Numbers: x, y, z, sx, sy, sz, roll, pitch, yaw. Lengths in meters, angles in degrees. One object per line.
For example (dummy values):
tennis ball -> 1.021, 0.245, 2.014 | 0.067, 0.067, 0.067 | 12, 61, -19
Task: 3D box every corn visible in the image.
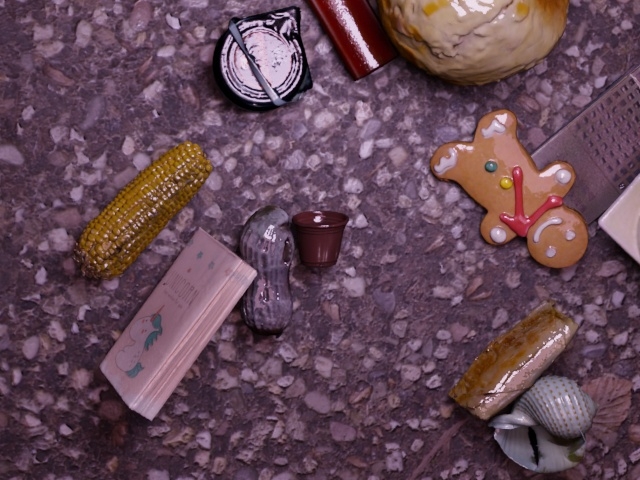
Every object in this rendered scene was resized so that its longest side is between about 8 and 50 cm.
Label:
corn -> -0.328, -0.054, 1.777 | 0.115, 0.115, 0.318 | 42, 86, -5

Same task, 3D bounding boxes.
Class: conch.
conch -> 0.433, 0.339, 1.859 | 0.199, 0.131, 0.172 | -7, 111, 33

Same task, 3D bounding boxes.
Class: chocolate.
chocolate -> -0.101, 0.059, 1.807 | 0.110, 0.110, 0.248 | 3, 90, -6

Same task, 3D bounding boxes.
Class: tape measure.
tape measure -> -0.110, -0.328, 1.796 | 0.180, 0.107, 0.182 | -8, 92, -9

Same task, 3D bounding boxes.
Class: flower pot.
flower pot -> 0.000, 0.000, 1.822 | 0.111, 0.111, 0.089 | -2, 105, -6

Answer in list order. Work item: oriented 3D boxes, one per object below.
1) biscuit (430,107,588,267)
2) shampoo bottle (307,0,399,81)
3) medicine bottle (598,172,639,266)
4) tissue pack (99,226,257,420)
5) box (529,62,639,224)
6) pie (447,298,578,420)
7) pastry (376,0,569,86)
biscuit -> 0.383, -0.085, 1.853 | 0.216, 0.047, 0.340 | -37, 95, 16
shampoo bottle -> 0.041, -0.436, 1.830 | 0.102, 0.064, 0.260 | -32, 94, -4
medicine bottle -> 0.735, 0.019, 1.829 | 0.406, 0.236, 0.236 | 42, 87, -6
tissue pack -> -0.261, 0.147, 1.761 | 0.071, 0.170, 0.325 | 39, 86, -39
box -> 0.556, -0.176, 1.900 | 0.324, 0.047, 0.180 | -40, 94, -4
pie -> 0.374, 0.227, 1.859 | 0.282, 0.128, 0.068 | -44, 124, -4
pastry -> 0.256, -0.460, 1.720 | 0.388, 0.312, 0.389 | 0, 90, -47
